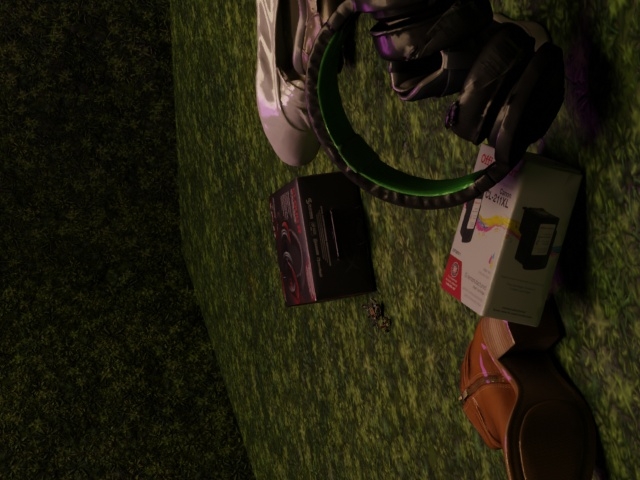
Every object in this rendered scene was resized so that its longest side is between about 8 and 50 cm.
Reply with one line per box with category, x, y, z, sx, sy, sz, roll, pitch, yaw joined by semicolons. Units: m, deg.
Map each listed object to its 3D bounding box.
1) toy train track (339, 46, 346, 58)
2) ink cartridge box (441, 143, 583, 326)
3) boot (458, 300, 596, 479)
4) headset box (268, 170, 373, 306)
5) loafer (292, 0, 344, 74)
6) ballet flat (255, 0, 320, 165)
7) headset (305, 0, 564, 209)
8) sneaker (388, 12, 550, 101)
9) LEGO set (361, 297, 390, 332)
toy train track;0.035;-0.328;2.203;0.048;0.014;0.083;-115;25;-69
ink cartridge box;0.207;-0.010;1.451;0.127;0.072;0.175;-141;64;-70
boot;0.224;0.218;1.560;0.220;0.109;0.283;113;149;-62
headset box;0.000;0.000;2.345;0.293;0.110;0.218;160;101;-76
loafer;0.017;-0.378;2.130;0.087;0.094;0.251;23;126;27
ballet flat;-0.040;-0.321;2.311;0.139;0.139;0.400;-144;47;-71
headset;0.137;-0.184;1.305;0.243;0.185;0.394;47;123;0
sneaker;0.145;-0.210;1.513;0.226;0.163;0.086;-158;58;-76
LEGO set;0.099;0.124;2.225;0.083;0.023;0.054;52;153;38
